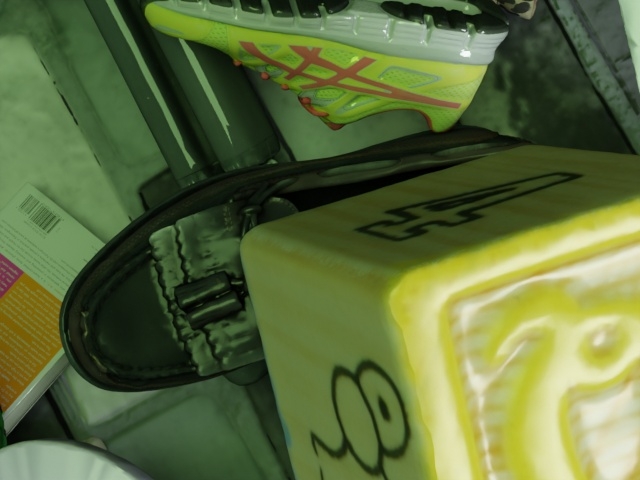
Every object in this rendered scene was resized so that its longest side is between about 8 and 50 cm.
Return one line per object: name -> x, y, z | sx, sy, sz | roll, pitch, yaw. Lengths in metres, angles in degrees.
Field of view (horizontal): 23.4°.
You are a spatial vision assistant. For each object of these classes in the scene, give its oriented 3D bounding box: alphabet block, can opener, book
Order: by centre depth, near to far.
alphabet block -> 0.095, 0.067, 0.766 | 0.193, 0.197, 0.192 | -19, 104, -19
can opener -> -0.068, -0.054, 0.927 | 0.074, 0.093, 0.280 | -20, 96, 35
book -> -0.196, 0.046, 0.974 | 0.096, 0.035, 0.144 | 38, 77, 9

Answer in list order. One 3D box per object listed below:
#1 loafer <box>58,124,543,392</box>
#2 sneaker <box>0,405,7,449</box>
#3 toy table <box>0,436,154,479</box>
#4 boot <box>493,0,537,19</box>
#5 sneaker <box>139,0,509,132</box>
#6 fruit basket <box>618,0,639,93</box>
loafer -> 0.000, 0.000, 0.872 | 0.302, 0.095, 0.109 | -22, 95, -21
sneaker -> -0.278, 0.208, 0.890 | 0.134, 0.146, 0.344 | 20, 111, -14
toy table -> -0.110, 0.245, 0.903 | 0.252, 0.161, 0.274 | -14, 85, 8
boot -> 0.046, -0.331, 0.922 | 0.284, 0.138, 0.377 | 19, 94, 10
sneaker -> -0.002, -0.106, 0.886 | 0.208, 0.081, 0.094 | 11, 126, -3
fruit basket -> 0.311, -0.243, 0.849 | 0.353, 0.165, 0.327 | -12, 86, 0
